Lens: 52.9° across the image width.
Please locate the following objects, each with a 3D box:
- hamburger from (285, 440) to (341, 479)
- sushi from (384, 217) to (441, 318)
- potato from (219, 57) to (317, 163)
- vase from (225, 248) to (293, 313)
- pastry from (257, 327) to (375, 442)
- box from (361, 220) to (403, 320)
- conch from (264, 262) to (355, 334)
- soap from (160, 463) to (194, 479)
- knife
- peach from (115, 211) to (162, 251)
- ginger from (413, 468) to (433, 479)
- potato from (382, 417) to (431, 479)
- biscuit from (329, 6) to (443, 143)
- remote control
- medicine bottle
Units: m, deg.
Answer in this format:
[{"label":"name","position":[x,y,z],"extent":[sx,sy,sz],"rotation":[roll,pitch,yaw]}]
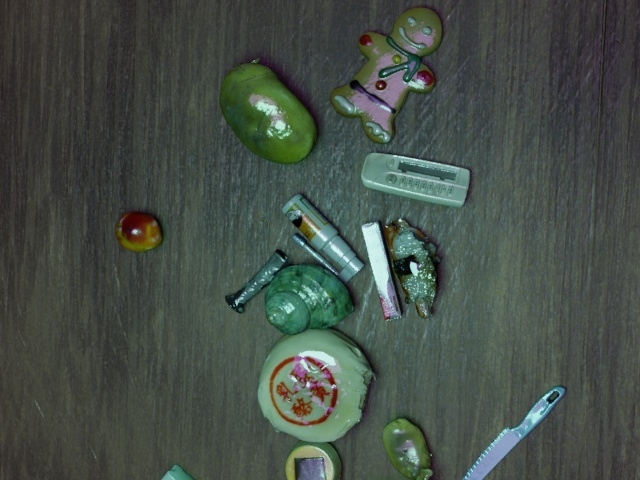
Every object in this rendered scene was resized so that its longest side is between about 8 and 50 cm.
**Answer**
[{"label":"hamburger","position":[-0.015,0.519,1.450],"extent":[0.127,0.081,0.141],"rotation":[-22,76,8]},{"label":"sushi","position":[0.210,0.057,1.387],"extent":[0.097,0.103,0.226],"rotation":[-17,91,-6]},{"label":"potato","position":[-0.115,-0.273,1.412],"extent":[0.248,0.143,0.169],"rotation":[44,136,1]},{"label":"vase","position":[-0.140,0.095,1.468],"extent":[0.167,0.059,0.059],"rotation":[-42,85,9]},{"label":"pastry","position":[-0.013,0.318,1.419],"extent":[0.265,0.133,0.264],"rotation":[0,94,6]},{"label":"box","position":[0.138,0.066,1.420],"extent":[0.040,0.055,0.218],"rotation":[-14,89,12]},{"label":"conch","position":[-0.037,0.131,1.394],"extent":[0.188,0.122,0.176],"rotation":[-38,67,-17]},{"label":"soap","position":[-0.365,0.649,1.523],"extent":[0.119,0.066,0.198],"rotation":[38,98,9]},{"label":"knife","position":[0.418,0.428,1.403],"extent":[0.044,0.019,0.313],"rotation":[42,99,14]},{"label":"peach","position":[-0.422,-0.019,1.500],"extent":[0.101,0.101,0.100],"rotation":[0,92,10]},{"label":"ginger","position":[0.188,0.614,1.372],"extent":[0.219,0.123,0.270],"rotation":[26,119,6]},{"label":"potato","position":[0.190,0.457,1.416],"extent":[0.092,0.070,0.137],"rotation":[-23,86,12]},{"label":"biscuit","position":[0.156,-0.376,1.407],"extent":[0.197,0.049,0.301],"rotation":[37,97,5]},{"label":"remote control","position":[0.205,-0.132,1.400],"extent":[0.230,0.049,0.090],"rotation":[13,64,10]},{"label":"medicine bottle","position":[0.000,0.000,1.444],"extent":[0.221,0.061,0.092],"rotation":[45,123,6]}]
